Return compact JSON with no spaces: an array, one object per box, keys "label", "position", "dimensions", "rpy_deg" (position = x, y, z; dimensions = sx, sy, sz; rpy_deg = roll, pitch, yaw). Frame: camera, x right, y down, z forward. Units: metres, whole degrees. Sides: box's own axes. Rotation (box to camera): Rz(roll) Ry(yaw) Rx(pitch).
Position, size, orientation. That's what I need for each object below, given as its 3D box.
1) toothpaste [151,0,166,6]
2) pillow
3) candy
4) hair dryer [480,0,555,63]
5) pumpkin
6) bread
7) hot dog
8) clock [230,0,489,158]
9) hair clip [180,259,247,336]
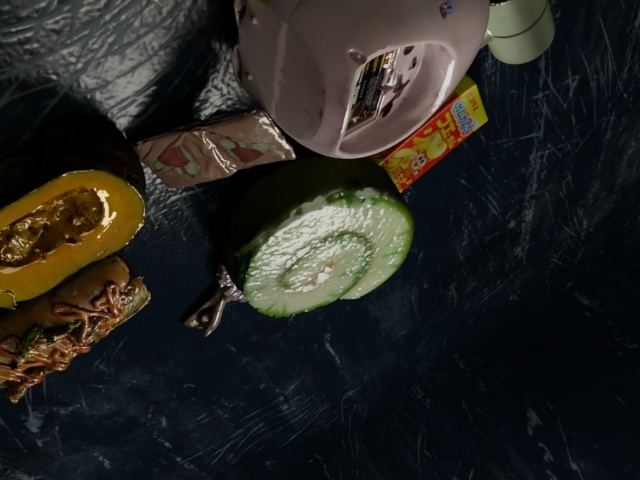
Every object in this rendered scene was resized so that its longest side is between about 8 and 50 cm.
[{"label":"toothpaste","position":[-0.277,-0.345,0.794],"dimensions":[0.233,0.038,0.060],"rpy_deg":[3,125,-48]},{"label":"pillow","position":[-0.173,-0.148,1.045],"dimensions":[0.249,0.049,0.135],"rpy_deg":[-12,151,20]},{"label":"candy","position":[0.205,-0.219,1.363],"dimensions":[0.276,0.088,0.146],"rpy_deg":[-39,146,3]},{"label":"hair dryer","position":[0.254,-0.358,1.224],"dimensions":[0.362,0.128,0.203],"rpy_deg":[-36,150,13]},{"label":"pumpkin","position":[-0.402,-0.034,0.980],"dimensions":[0.317,0.139,0.221],"rpy_deg":[-34,144,-10]},{"label":"bread","position":[0.000,0.000,1.295],"dimensions":[0.366,0.129,0.382],"rpy_deg":[-40,140,15]},{"label":"hot dog","position":[-0.468,0.160,1.174],"dimensions":[0.349,0.117,0.158],"rpy_deg":[-33,147,-5]},{"label":"clock","position":[0.091,-0.300,0.974],"dimensions":[0.377,0.250,0.368],"rpy_deg":[-31,157,-26]},{"label":"hair clip","position":[-0.186,0.101,1.412],"dimensions":[0.300,0.069,0.173],"rpy_deg":[-48,144,17]}]
